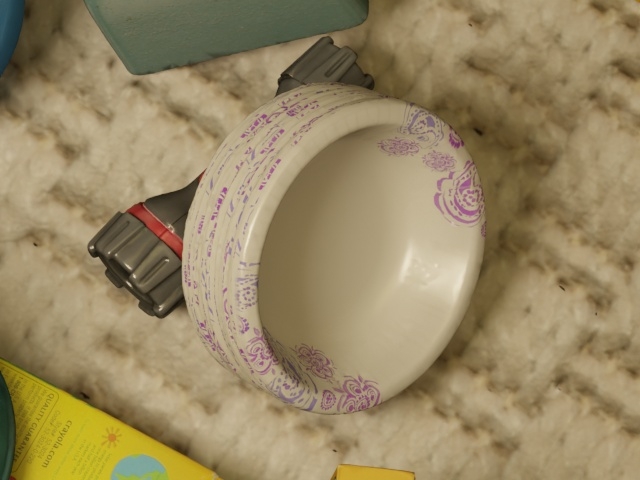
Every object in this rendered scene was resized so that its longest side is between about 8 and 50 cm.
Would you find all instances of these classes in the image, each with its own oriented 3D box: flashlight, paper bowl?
[{"bbox_3d":[-0.076,-0.065,1.716,0.304,0.103,0.103,-45,42,-12],"label":"flashlight"},{"bbox_3d":[0.000,0.000,1.644,0.284,0.284,0.148,-47,39,-17],"label":"paper bowl"}]

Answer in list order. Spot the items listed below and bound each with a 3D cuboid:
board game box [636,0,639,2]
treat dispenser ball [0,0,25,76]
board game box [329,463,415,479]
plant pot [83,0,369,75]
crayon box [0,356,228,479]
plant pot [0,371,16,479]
[{"bbox_3d":[0.413,-0.336,1.898,0.124,0.039,0.259,27,75,1],"label":"board game box"},{"bbox_3d":[-0.406,-0.221,1.635,0.288,0.288,0.288,2,73,-6],"label":"treat dispenser ball"},{"bbox_3d":[0.020,0.362,1.529,0.064,0.242,0.316,7,72,-3],"label":"board game box"},{"bbox_3d":[-0.116,-0.326,1.682,0.247,0.252,0.248,-11,74,12],"label":"plant pot"},{"bbox_3d":[-0.231,0.247,1.619,0.318,0.081,0.202,28,72,3],"label":"crayon box"},{"bbox_3d":[-0.411,0.131,1.468,0.271,0.255,0.272,-4,66,8],"label":"plant pot"}]
